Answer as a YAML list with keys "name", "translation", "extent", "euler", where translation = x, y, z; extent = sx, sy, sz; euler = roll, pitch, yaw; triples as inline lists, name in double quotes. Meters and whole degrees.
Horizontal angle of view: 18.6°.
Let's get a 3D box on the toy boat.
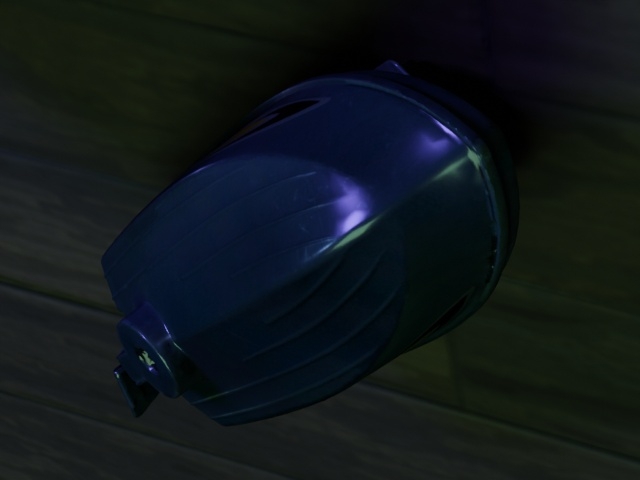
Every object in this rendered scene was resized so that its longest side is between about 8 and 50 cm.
- name: "toy boat"
  translation: [0.002, -0.002, 0.773]
  extent: [0.114, 0.122, 0.296]
  euler: [53, 154, -3]
